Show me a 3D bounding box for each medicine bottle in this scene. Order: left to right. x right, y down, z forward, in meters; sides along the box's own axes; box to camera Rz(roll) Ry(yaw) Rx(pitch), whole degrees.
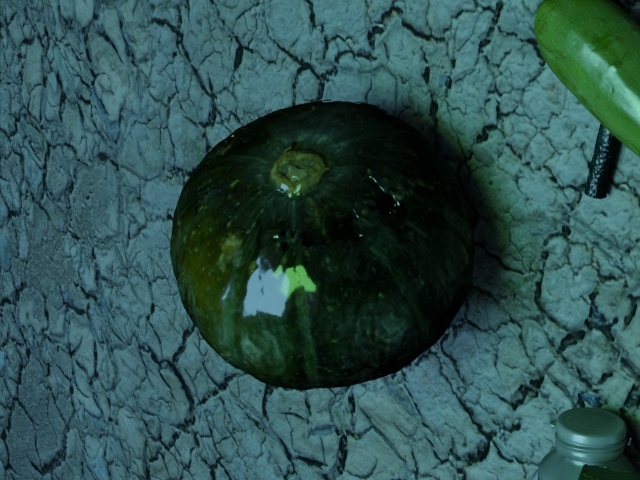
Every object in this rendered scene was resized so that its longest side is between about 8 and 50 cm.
[{"bbox_3d":[0.364,0.344,1.612,0.135,0.135,0.215,18,116,47],"label":"medicine bottle"}]

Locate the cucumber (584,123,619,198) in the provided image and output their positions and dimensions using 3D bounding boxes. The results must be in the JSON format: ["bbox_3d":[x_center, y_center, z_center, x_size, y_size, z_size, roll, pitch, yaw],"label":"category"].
[{"bbox_3d":[0.370,-0.119,1.528,0.032,0.032,0.133,32,126,41],"label":"cucumber"}]

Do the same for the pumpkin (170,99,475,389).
[{"bbox_3d":[0.000,0.000,1.711,0.454,0.454,0.344,39,151,37],"label":"pumpkin"}]

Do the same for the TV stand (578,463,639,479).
[{"bbox_3d":[0.450,0.352,1.458,0.269,0.083,0.088,5,109,22],"label":"TV stand"}]

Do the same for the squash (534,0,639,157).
[{"bbox_3d":[0.391,-0.169,1.419,0.370,0.118,0.118,54,138,23],"label":"squash"}]
